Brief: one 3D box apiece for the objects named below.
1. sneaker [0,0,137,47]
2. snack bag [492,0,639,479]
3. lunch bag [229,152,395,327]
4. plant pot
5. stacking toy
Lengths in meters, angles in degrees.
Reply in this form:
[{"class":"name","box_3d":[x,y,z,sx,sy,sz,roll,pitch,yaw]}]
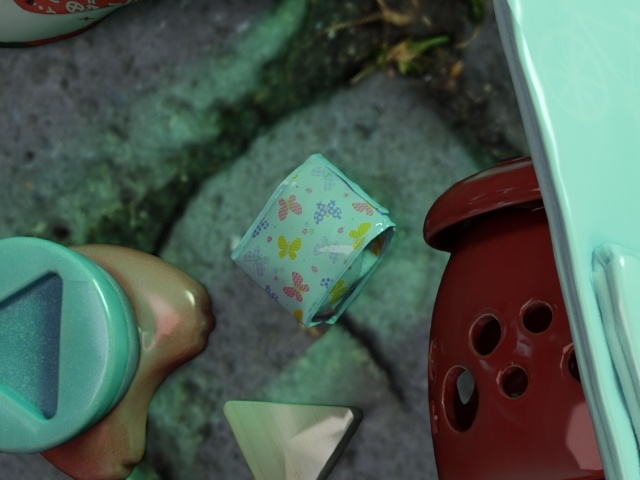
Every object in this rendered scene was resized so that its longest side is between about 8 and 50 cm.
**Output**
[{"class":"sneaker","box_3d":[-0.138,-0.189,1.026,0.270,0.145,0.090,-9,83,18]},{"class":"snack bag","box_3d":[0.211,0.019,0.804,0.037,0.323,0.342,-25,69,38]},{"class":"lunch bag","box_3d":[0.000,0.000,1.016,0.071,0.053,0.083,40,109,19]},{"class":"plant pot","box_3d":[0.149,0.046,0.892,0.191,0.191,0.174,-9,79,18]},{"class":"stacking toy","box_3d":[-0.148,0.163,1.013,0.279,0.130,0.309,22,94,19]}]
